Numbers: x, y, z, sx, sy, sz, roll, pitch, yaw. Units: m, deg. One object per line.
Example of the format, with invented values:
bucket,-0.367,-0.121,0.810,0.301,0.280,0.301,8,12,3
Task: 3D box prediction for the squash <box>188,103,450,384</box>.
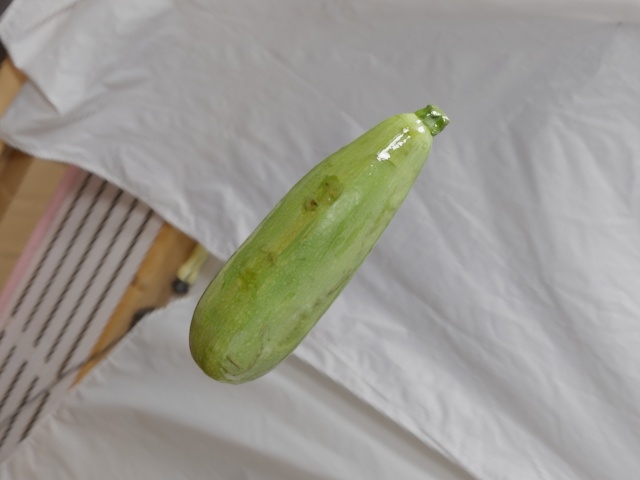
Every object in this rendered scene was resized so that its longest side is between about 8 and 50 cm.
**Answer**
squash,-0.005,-0.002,1.027,0.370,0.118,0.118,-50,156,5
